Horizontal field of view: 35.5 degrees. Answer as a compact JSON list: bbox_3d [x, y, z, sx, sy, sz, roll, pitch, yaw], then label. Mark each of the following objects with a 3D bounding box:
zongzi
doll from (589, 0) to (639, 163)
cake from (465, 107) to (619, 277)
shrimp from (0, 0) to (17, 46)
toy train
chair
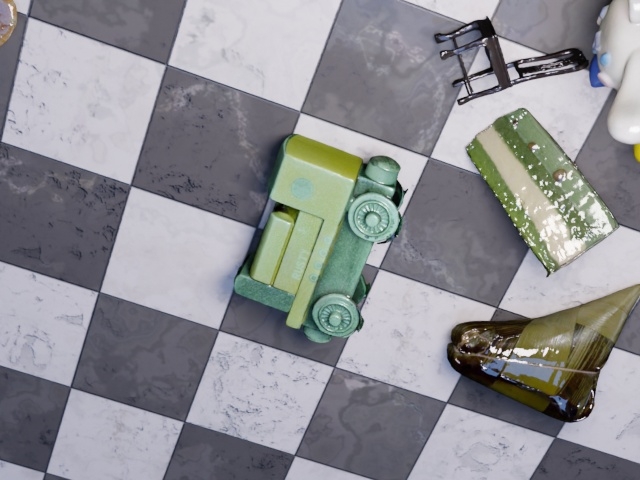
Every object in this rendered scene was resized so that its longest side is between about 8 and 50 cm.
[{"bbox_3d":[0.429,0.162,1.927,0.289,0.154,0.318,26,97,-7],"label":"zongzi"},{"bbox_3d":[0.508,-0.296,1.595,0.187,0.365,0.376,19,83,26],"label":"doll"},{"bbox_3d":[0.400,-0.090,1.824,0.158,0.172,0.284,-36,78,12],"label":"cake"},{"bbox_3d":[-0.623,-0.363,1.717,0.152,0.046,0.219,37,110,-17],"label":"shrimp"},{"bbox_3d":[0.000,0.000,1.834,0.253,0.160,0.397,20,117,-1],"label":"toy train"},{"bbox_3d":[0.320,-0.317,1.675,0.229,0.106,0.113,-18,118,10],"label":"chair"}]
